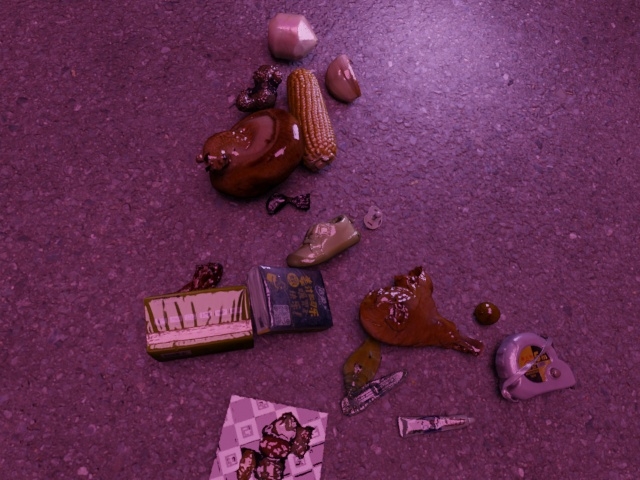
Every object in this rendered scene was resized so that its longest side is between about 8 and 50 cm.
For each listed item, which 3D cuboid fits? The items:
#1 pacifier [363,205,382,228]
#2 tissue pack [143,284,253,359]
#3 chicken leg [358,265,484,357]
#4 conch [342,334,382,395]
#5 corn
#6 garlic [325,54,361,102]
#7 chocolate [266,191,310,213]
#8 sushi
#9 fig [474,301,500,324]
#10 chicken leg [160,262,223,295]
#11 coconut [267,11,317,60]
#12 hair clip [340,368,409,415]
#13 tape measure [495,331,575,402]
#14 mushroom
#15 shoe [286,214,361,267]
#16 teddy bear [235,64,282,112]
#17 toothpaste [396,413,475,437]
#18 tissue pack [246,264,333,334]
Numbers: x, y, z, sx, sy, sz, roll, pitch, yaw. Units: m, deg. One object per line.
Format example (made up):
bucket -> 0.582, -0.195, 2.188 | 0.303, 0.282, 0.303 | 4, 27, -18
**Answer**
pacifier -> 0.186, -0.077, 1.631 | 0.068, 0.064, 0.083 | 35, 68, -12
tissue pack -> -0.332, 0.234, 1.369 | 0.275, 0.200, 0.167 | -8, 72, -10
chicken leg -> 0.322, 0.219, 1.498 | 0.410, 0.182, 0.295 | 23, 52, -6
conch -> 0.122, 0.376, 1.448 | 0.201, 0.079, 0.095 | -42, 98, -28
corn -> -0.034, -0.419, 1.696 | 0.144, 0.144, 0.386 | -6, 66, -10
garlic -> 0.080, -0.616, 1.797 | 0.128, 0.115, 0.206 | -5, 67, -3
chocolate -> -0.106, -0.128, 1.612 | 0.147, 0.070, 0.072 | -3, 65, -14
sushi -> -0.140, 0.597, 1.331 | 0.294, 0.059, 0.292 | 12, 68, -3
fig -> 0.538, 0.235, 1.556 | 0.088, 0.074, 0.073 | 17, 65, -30
chicken leg -> -0.381, 0.135, 1.471 | 0.205, 0.053, 0.093 | -46, 125, -22
coconut -> -0.101, -0.754, 1.802 | 0.183, 0.171, 0.170 | 6, 69, -2
hair clip -> 0.161, 0.444, 1.441 | 0.229, 0.036, 0.066 | -27, 70, -10
tape measure -> 0.634, 0.379, 1.483 | 0.236, 0.120, 0.197 | -9, 76, -16
mushroom -> -0.213, -0.293, 1.539 | 0.346, 0.259, 0.345 | -18, 50, 23
shoe -> 0.002, 0.007, 1.542 | 0.262, 0.140, 0.128 | -22, 83, -21
teddy bear -> -0.207, -0.516, 1.713 | 0.182, 0.129, 0.251 | -5, 49, 22
toothpaste -> 0.342, 0.537, 1.430 | 0.234, 0.038, 0.060 | -3, 68, -6
tissue pack -> -0.083, 0.173, 1.413 | 0.257, 0.081, 0.185 | 9, 62, -48
